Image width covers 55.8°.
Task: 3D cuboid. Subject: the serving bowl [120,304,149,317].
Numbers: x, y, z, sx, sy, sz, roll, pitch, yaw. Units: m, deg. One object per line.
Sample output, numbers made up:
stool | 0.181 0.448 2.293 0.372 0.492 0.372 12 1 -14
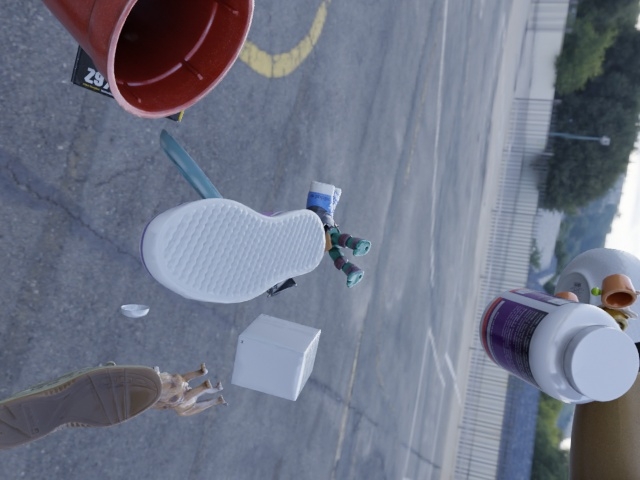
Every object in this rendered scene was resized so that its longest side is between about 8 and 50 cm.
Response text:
serving bowl | -0.556 0.214 1.811 0.083 0.083 0.027 -14 110 -70

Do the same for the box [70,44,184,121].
box | -0.513 -0.512 1.714 0.079 0.321 0.257 -96 -150 -52

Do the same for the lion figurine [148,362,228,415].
lion figurine | -0.476 0.544 2.101 0.392 0.240 0.142 73 -9 -51

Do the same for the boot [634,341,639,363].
boot | 0.739 0.332 1.403 0.280 0.264 0.096 63 31 -50

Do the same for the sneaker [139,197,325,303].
sneaker | -0.127 0.012 0.664 0.282 0.161 0.102 3 88 -63

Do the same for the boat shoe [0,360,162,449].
boat shoe | -0.417 0.266 1.027 0.089 0.285 0.105 -165 -111 -66

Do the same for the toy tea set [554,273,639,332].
toy tea set | 0.689 0.167 1.351 0.200 0.336 0.124 40 43 -28

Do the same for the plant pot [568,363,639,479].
plant pot | 0.610 0.383 1.221 0.237 0.237 0.255 -10 91 -71

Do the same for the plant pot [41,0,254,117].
plant pot | -0.291 -0.377 0.928 0.272 0.265 0.272 -43 162 -17

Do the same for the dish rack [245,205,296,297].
dish rack | -0.132 0.020 1.251 0.074 0.208 0.271 -35 175 -9

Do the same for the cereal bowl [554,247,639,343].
cereal bowl | 0.799 0.181 1.781 0.339 0.141 0.339 -171 -90 -77

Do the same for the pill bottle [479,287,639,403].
pill bottle | 0.445 0.198 1.155 0.323 0.181 0.182 -160 -104 -81

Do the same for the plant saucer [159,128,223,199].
plant saucer | -0.416 -0.218 1.937 0.043 0.317 0.318 -40 149 -9

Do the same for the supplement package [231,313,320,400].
supplement package | -0.124 0.330 1.738 0.203 0.194 0.149 -41 143 -73

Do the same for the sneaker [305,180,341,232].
sneaker | 0.001 -0.055 1.044 0.152 0.058 0.085 -50 152 -86

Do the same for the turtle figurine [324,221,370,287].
turtle figurine | 0.000 0.000 1.352 0.118 0.234 0.175 -37 141 -33
